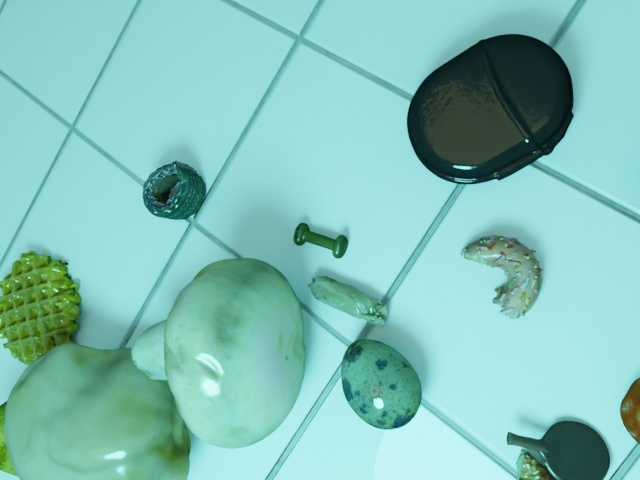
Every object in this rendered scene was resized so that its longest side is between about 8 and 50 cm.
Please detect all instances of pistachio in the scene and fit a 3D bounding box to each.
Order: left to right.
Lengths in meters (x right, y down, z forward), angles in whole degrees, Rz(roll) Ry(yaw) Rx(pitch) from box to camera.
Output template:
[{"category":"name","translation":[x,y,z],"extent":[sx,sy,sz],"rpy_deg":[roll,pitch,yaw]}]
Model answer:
[{"category":"pistachio","translation":[-0.475,0.410,1.149],"extent":[0.445,0.281,0.365],"rpy_deg":[29,74,13]}]

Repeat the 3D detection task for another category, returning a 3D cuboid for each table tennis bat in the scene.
[{"category":"table tennis bat","translation":[0.405,0.341,0.856],"extent":[0.169,0.119,0.108],"rpy_deg":[10,68,9]}]

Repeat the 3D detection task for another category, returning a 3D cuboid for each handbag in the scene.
[{"category":"handbag","translation":[0.313,-0.242,0.986],"extent":[0.307,0.093,0.254],"rpy_deg":[-29,74,17]}]

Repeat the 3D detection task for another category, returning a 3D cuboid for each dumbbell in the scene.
[{"category":"dumbbell","translation":[0.000,0.000,1.118],"extent":[0.117,0.046,0.052],"rpy_deg":[17,97,23]}]

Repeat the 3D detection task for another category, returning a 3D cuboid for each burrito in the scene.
[{"category":"burrito","translation":[0.055,0.121,1.084],"extent":[0.188,0.045,0.058],"rpy_deg":[22,86,25]}]

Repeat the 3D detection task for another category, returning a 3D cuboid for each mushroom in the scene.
[{"category":"mushroom","translation":[-0.171,0.208,1.045],"extent":[0.325,0.353,0.353],"rpy_deg":[-33,67,-29]}]

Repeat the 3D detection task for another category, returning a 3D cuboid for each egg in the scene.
[{"category":"egg","translation":[0.110,0.270,1.000],"extent":[0.141,0.141,0.182],"rpy_deg":[-44,62,13]}]

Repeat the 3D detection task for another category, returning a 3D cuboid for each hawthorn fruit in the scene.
[{"category":"hawthorn fruit","translation":[0.539,0.282,0.830],"extent":[0.125,0.140,0.125],"rpy_deg":[23,123,40]}]

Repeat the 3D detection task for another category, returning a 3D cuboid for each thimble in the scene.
[{"category":"thimble","translation":[-0.349,-0.114,1.250],"extent":[0.135,0.090,0.119],"rpy_deg":[-36,75,13]}]

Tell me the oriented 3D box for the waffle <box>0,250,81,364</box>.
[{"category":"waffle","translation":[-0.762,0.189,1.408],"extent":[0.328,0.062,0.330],"rpy_deg":[-3,83,23]}]

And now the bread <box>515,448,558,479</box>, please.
[{"category":"bread","translation":[0.401,0.452,0.902],"extent":[0.135,0.054,0.155],"rpy_deg":[7,81,20]}]

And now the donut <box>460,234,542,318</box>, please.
[{"category":"donut","translation":[0.344,0.054,0.960],"extent":[0.117,0.065,0.166],"rpy_deg":[-39,73,15]}]

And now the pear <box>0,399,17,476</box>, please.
[{"category":"pear","translation":[-0.712,0.465,1.289],"extent":[0.197,0.197,0.198],"rpy_deg":[-2,84,22]}]
